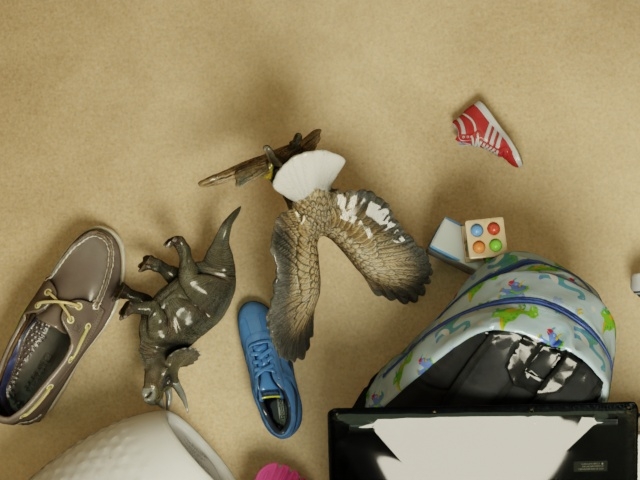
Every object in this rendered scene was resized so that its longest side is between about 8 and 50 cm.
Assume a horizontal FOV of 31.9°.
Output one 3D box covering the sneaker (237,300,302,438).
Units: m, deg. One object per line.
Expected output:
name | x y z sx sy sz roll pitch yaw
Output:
sneaker | -0.075 0.189 1.653 0.069 0.082 0.209 -16 85 5

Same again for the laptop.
laptop | 0.204 0.387 1.505 0.382 0.236 0.408 -1 98 0

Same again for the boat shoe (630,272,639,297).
boat shoe | 0.589 0.112 1.605 0.301 0.108 0.102 12 87 -3

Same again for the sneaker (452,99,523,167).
sneaker | 0.244 -0.144 1.663 0.067 0.042 0.118 -35 78 -2

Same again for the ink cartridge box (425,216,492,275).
ink cartridge box | 0.204 0.011 1.621 0.088 0.122 0.052 27 86 4

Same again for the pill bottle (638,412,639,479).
pill bottle | 0.434 0.298 1.562 0.112 0.187 0.112 0 87 4

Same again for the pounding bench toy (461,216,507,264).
pounding bench toy | 0.225 0.015 1.524 0.052 0.065 0.083 -7 84 1

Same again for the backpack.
backpack | 0.241 0.186 1.510 0.290 0.355 0.273 30 57 1

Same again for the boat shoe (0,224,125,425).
boat shoe | -0.391 0.127 1.667 0.116 0.097 0.324 29 90 4

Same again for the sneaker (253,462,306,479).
sneaker | -0.017 0.428 1.637 0.252 0.103 0.111 40 130 -9

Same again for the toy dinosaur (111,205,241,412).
toy dinosaur | -0.201 0.089 1.660 0.160 0.121 0.313 38 79 -24

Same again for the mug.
mug | -0.251 0.441 1.556 0.328 0.276 0.374 -43 83 0

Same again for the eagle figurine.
eagle figurine | 0.004 -0.002 1.587 0.226 0.225 0.298 -24 89 36
